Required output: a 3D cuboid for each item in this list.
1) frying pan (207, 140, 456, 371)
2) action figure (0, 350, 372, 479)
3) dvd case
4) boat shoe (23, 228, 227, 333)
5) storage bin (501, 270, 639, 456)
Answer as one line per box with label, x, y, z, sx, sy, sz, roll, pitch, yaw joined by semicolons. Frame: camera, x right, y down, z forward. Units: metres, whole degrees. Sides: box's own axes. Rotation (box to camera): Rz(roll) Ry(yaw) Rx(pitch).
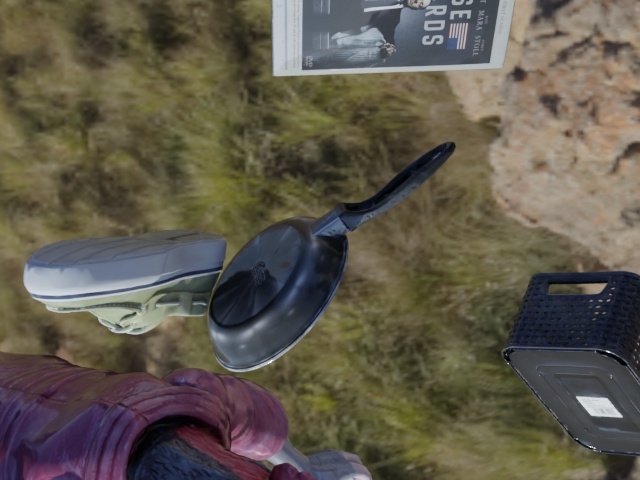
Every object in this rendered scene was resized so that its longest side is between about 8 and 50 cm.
frying pan;-0.005;0.022;1.225;0.326;0.053;0.197;-30;34;32
action figure;-0.141;0.104;0.648;0.370;0.248;0.275;-3;119;41
dvd case;0.071;-0.238;1.145;0.179;0.239;0.029;92;175;-48
boat shoe;-0.177;0.046;1.164;0.109;0.302;0.094;7;96;25
storage bin;0.260;0.114;1.061;0.122;0.180;0.084;-4;49;43
